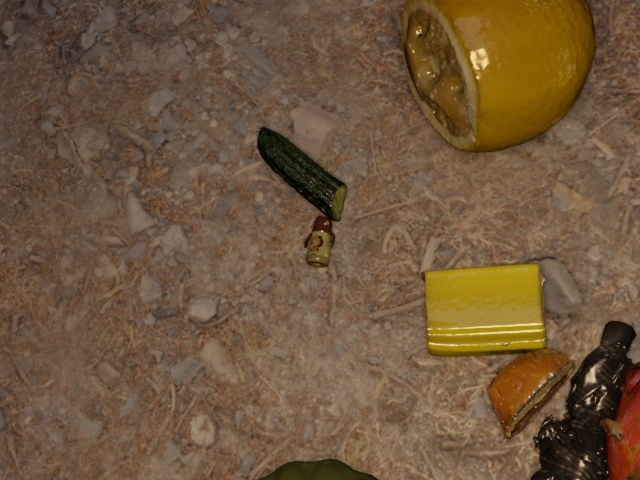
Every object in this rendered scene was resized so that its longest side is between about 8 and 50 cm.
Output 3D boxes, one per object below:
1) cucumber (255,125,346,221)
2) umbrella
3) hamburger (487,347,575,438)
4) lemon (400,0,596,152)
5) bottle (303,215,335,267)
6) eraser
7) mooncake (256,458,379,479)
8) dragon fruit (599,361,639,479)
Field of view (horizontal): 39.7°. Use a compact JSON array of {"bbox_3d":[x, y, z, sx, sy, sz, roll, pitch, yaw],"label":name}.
[{"bbox_3d":[-0.045,-0.141,1.795,0.265,0.077,0.077,39,84,24],"label":"cucumber"},{"bbox_3d":[0.459,0.283,1.478,0.128,0.154,0.336,32,80,-19],"label":"umbrella"},{"bbox_3d":[0.349,0.249,1.542,0.102,0.087,0.176,42,97,25],"label":"hamburger"},{"bbox_3d":[0.345,-0.350,1.632,0.364,0.364,0.364,-5,70,13],"label":"lemon"},{"bbox_3d":[-0.002,0.000,1.748,0.063,0.047,0.101,6,71,7],"label":"bottle"},{"bbox_3d":[0.299,0.128,1.615,0.226,0.069,0.157,-5,68,13],"label":"eraser"},{"bbox_3d":[-0.016,0.537,1.479,0.352,0.187,0.351,-6,66,14],"label":"mooncake"},{"bbox_3d":[0.531,0.370,1.300,0.296,0.314,0.262,28,106,-4],"label":"dragon fruit"}]
